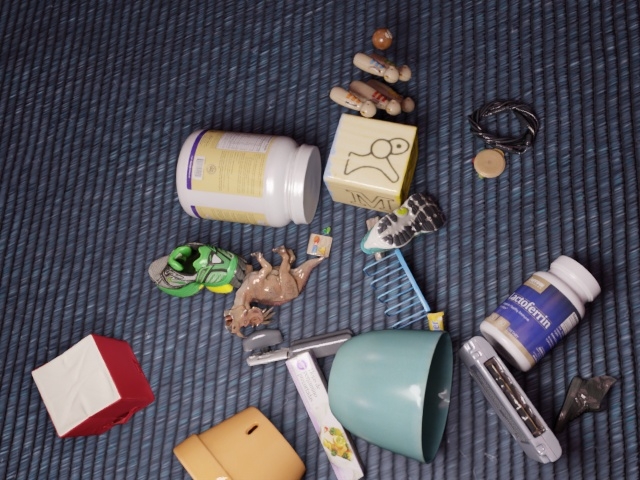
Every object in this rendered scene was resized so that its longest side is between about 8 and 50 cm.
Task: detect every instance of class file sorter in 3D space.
[{"bbox_3d":[0.194,0.128,1.552,0.104,0.118,0.170,-28,73,6],"label":"file sorter"}]

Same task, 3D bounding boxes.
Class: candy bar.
[{"bbox_3d":[0.290,0.250,1.518,0.040,0.018,0.161,-11,105,-6],"label":"candy bar"}]

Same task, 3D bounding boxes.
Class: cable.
[{"bbox_3d":[0.483,-0.313,1.648,0.184,0.047,0.150,23,75,15],"label":"cable"}]

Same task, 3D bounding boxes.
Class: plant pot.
[{"bbox_3d":[0.156,0.337,1.425,0.235,0.293,0.293,5,76,23],"label":"plant pot"},{"bbox_3d":[-0.171,0.528,1.440,0.203,0.291,0.291,-39,72,-18],"label":"plant pot"}]

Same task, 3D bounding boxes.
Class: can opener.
[{"bbox_3d":[-0.058,0.257,1.570,0.283,0.076,0.095,-14,99,5],"label":"can opener"}]

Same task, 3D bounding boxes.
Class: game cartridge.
[{"bbox_3d":[0.421,0.358,1.409,0.062,0.198,0.297,-33,74,1],"label":"game cartridge"}]

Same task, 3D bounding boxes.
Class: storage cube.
[{"bbox_3d":[-0.572,0.372,1.578,0.183,0.193,0.215,-32,72,0],"label":"storage cube"}]

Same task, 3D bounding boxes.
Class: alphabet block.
[{"bbox_3d":[0.136,-0.193,1.604,0.197,0.193,0.192,14,80,13],"label":"alphabet block"}]

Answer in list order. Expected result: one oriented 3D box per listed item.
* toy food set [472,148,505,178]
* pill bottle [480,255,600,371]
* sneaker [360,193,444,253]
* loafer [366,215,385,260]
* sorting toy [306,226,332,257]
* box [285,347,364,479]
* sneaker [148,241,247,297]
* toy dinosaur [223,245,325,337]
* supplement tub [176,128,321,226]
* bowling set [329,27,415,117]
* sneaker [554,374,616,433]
[{"bbox_3d":[0.447,-0.205,1.643,0.082,0.020,0.083,-6,75,8],"label":"toy food set"},{"bbox_3d":[0.521,0.169,1.466,0.264,0.153,0.153,-43,73,-4],"label":"pill bottle"},{"bbox_3d":[0.205,-0.040,1.556,0.275,0.110,0.107,-22,80,-39],"label":"sneaker"},{"bbox_3d":[0.145,-0.001,1.635,0.039,0.045,0.125,-12,67,24],"label":"loafer"},{"bbox_3d":[0.000,0.000,1.670,0.062,0.012,0.083,10,78,12],"label":"sorting toy"},{"bbox_3d":[0.012,0.422,1.495,0.063,0.067,0.324,-25,86,3],"label":"box"},{"bbox_3d":[-0.343,0.057,1.593,0.343,0.146,0.134,-10,57,44],"label":"sneaker"},{"bbox_3d":[-0.124,0.128,1.606,0.295,0.127,0.200,-14,84,-16],"label":"toy dinosaur"},{"bbox_3d":[-0.180,-0.161,1.624,0.331,0.241,0.241,7,77,11],"label":"supplement tub"},{"bbox_3d":[0.166,-0.426,1.593,0.154,0.287,0.200,31,122,16],"label":"bowling set"},{"bbox_3d":[0.616,0.383,1.447,0.089,0.051,0.170,22,77,19],"label":"sneaker"}]
